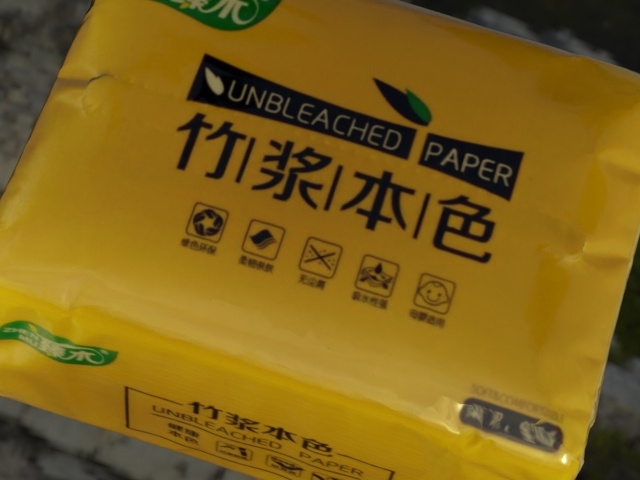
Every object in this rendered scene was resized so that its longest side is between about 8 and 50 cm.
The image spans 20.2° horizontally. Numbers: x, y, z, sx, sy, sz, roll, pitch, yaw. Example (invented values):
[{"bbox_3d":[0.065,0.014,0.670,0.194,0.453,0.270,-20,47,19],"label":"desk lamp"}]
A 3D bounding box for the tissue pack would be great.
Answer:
[{"bbox_3d":[0.000,0.000,1.153,0.382,0.228,0.293,17,65,4],"label":"tissue pack"}]
